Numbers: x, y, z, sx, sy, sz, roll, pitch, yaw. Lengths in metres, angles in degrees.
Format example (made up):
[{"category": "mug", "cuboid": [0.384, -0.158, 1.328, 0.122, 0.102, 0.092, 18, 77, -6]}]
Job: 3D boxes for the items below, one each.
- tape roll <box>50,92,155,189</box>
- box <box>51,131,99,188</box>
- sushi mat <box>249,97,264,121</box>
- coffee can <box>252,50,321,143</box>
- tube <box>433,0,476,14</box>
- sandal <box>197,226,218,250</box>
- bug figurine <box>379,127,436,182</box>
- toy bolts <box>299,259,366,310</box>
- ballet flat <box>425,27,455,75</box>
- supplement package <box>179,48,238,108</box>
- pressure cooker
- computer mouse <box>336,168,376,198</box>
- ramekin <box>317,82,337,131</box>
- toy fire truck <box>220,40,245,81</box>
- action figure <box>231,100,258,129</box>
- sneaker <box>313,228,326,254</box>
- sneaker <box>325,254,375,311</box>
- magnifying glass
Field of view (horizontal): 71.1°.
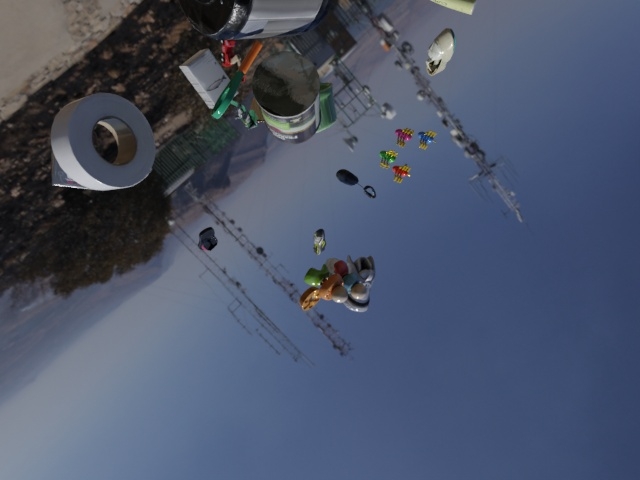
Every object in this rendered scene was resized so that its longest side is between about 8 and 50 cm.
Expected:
[{"category": "tape roll", "cuboid": [-0.651, -0.296, 1.365, 0.100, 0.286, 0.286, -2, -146, 33]}, {"category": "box", "cuboid": [-1.017, -0.343, 1.855, 0.270, 0.165, 0.143, 55, -49, 44]}, {"category": "sushi mat", "cuboid": [-0.276, -0.651, 2.220, 0.317, 0.151, 0.019, -95, -172, -55]}, {"category": "coffee can", "cuboid": [-0.099, -0.447, 1.438, 0.201, 0.201, 0.275, -43, 176, -2]}, {"category": "tube", "cuboid": [0.482, -0.937, 1.734, 0.062, 0.240, 0.070, -62, 165, -16]}, {"category": "sandal", "cuboid": [-0.366, 0.006, 1.466, 0.067, 0.040, 0.179, -34, 173, -18]}, {"category": "bug figurine", "cuboid": [0.385, -0.406, 2.022, 0.279, 0.216, 0.072, -54, -142, 26]}, {"category": "toy bolts", "cuboid": [0.056, 0.192, 1.640, 0.228, 0.158, 0.218, -17, 137, -47]}, {"category": "ballet flat", "cuboid": [0.410, -0.647, 1.562, 0.086, 0.086, 0.248, -42, 172, 3]}, {"category": "supplement package", "cuboid": [-0.400, -0.578, 1.611, 0.105, 0.179, 0.105, -45, -145, -12]}, {"category": "pressure cooker", "cuboid": [-0.155, -0.752, 1.236, 0.420, 0.370, 0.376, -24, 135, -37]}, {"category": "computer mouse", "cuboid": [0.166, -0.249, 2.040, 0.071, 0.242, 0.041, -32, -140, 42]}, {"category": "ramekin", "cuboid": [-0.078, -0.531, 1.844, 0.303, 0.148, 0.303, -14, -153, 7]}, {"category": "toy fire truck", "cuboid": [-0.423, -0.880, 2.174, 0.047, 0.135, 0.192, -30, 143, -37]}, {"category": "action figure", "cuboid": [-0.305, -0.501, 1.837, 0.063, 0.137, 0.232, -51, -179, 1]}, {"category": "sneaker", "cuboid": [0.000, 0.000, 1.288, 0.035, 0.031, 0.083, -27, 138, -45]}, {"category": "sneaker", "cuboid": [0.136, 0.131, 1.986, 0.366, 0.137, 0.210, -124, -136, -53]}, {"category": "magnifying glass", "cuboid": [-0.225, -0.429, 1.200, 0.231, 0.026, 0.092, -60, -152, 2]}]
